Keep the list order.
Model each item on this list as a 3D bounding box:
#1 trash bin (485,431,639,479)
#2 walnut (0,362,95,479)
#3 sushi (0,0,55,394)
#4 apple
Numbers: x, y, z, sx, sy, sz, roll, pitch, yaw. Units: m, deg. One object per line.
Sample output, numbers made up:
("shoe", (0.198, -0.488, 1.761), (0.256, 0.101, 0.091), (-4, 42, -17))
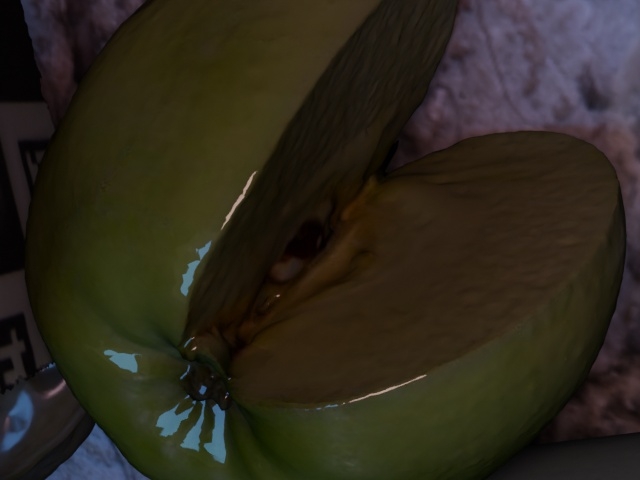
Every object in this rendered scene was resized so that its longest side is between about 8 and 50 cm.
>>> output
("trash bin", (0.102, 0.243, 0.879), (0.432, 0.280, 0.280), (-19, 112, 45))
("walnut", (-0.226, 0.042, 0.962), (0.248, 0.248, 0.248), (15, 129, 20))
("sushi", (-0.238, -0.096, 0.748), (0.100, 0.296, 0.373), (-13, 95, 14))
("apple", (0.000, 0.000, 0.801), (0.292, 0.254, 0.292), (19, 133, 22))
